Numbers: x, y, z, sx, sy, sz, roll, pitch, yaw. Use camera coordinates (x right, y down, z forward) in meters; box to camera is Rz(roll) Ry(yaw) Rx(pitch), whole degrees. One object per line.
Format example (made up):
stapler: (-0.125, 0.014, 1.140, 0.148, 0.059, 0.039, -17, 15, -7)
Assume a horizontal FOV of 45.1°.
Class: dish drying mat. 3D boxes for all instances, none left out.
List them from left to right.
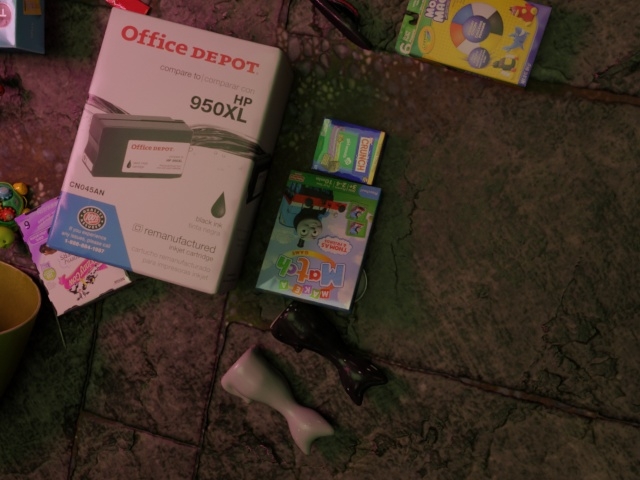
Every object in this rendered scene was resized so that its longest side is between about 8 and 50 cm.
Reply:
dish drying mat: (-0.343, -0.420, 1.369, 0.083, 0.008, 0.032, 32, 100, 9)

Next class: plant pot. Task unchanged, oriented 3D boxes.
plant pot: (-0.666, 0.214, 1.381, 0.275, 0.275, 0.293, 23, 114, 10)

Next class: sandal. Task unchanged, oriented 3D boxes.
sandal: (0.025, -0.382, 1.260, 0.040, 0.067, 0.179, -44, 81, 1)

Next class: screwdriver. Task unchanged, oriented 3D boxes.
screwdriver: (-0.500, 0.121, 1.445, 0.024, 0.025, 0.169, -14, 100, 13)

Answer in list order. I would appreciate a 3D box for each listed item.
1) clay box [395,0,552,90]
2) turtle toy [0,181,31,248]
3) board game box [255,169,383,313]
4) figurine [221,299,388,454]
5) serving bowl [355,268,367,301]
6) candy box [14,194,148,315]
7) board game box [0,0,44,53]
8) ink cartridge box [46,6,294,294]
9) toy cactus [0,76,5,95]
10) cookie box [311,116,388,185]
clay box: (0.236, -0.330, 1.219, 0.222, 0.053, 0.127, 18, 98, 10)
turtle toy: (-0.589, -0.050, 1.423, 0.095, 0.066, 0.130, -11, 92, 14)
board game box: (0.000, 0.000, 1.269, 0.160, 0.039, 0.211, 12, 76, 12)
figurine: (-0.027, 0.234, 1.309, 0.209, 0.092, 0.215, 43, 103, 3)
serving bowl: (0.040, 0.067, 1.307, 0.083, 0.027, 0.083, 1, 94, 13)
candy box: (-0.430, 0.014, 1.389, 0.165, 0.070, 0.196, -25, 88, 13)
board game box: (-0.601, -0.498, 1.326, 0.254, 0.079, 0.335, 5, 97, 18)
ink cartridge box: (-0.234, -0.140, 1.250, 0.286, 0.166, 0.394, 15, 90, 4)
toy cactus: (-0.686, -0.281, 1.426, 0.219, 0.112, 0.180, -29, 69, 16)
cookie box: (0.049, -0.148, 1.282, 0.107, 0.040, 0.091, 16, 97, 11)
